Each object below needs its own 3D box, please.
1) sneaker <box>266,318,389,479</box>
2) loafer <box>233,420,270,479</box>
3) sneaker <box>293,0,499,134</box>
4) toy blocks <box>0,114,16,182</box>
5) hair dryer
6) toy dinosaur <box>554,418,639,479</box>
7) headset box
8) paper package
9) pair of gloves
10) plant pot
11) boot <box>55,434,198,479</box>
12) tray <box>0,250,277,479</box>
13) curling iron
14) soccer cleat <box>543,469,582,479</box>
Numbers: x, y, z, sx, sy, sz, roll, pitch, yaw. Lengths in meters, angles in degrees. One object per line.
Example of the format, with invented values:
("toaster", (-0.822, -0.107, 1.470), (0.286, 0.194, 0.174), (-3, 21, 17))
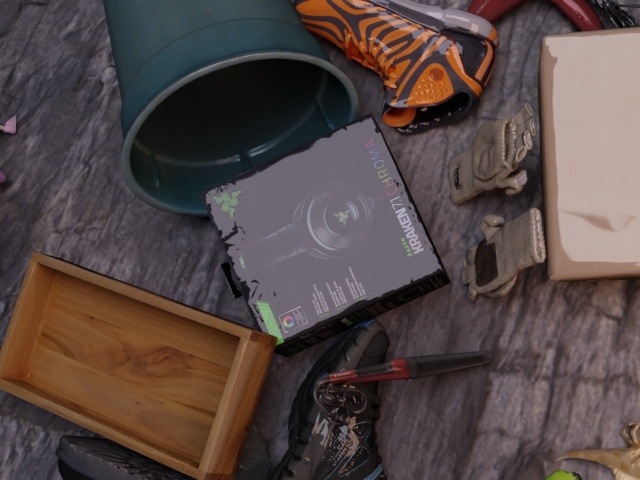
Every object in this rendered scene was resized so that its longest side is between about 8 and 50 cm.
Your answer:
("sneaker", (0.026, 0.269, 1.638), (0.140, 0.125, 0.340), (30, 68, -13))
("loafer", (-0.104, 0.372, 1.647), (0.096, 0.084, 0.267), (2, 66, -30))
("sneaker", (0.089, -0.266, 1.795), (0.321, 0.124, 0.180), (15, 74, 18))
("toy blocks", (-0.599, -0.115, 1.849), (0.260, 0.309, 0.288), (15, 59, -25))
("hair dryer", (0.347, -0.363, 1.779), (0.294, 0.080, 0.223), (-7, 83, 22))
("toy dinosaur", (0.398, 0.276, 1.560), (0.183, 0.053, 0.092), (18, 77, 19))
("headset box", (0.000, 0.000, 1.696), (0.283, 0.131, 0.246), (-24, 77, 6))
("paper package", (0.444, -0.107, 1.584), (0.310, 0.168, 0.324), (-2, 87, 13))
("pair of gloves", (0.243, -0.044, 1.653), (0.042, 0.204, 0.240), (5, 65, -20))
("plant pot", (-0.156, -0.268, 1.766), (0.341, 0.341, 0.334), (-24, 58, 5))
("boot", (-0.278, 0.511, 1.600), (0.367, 0.146, 0.445), (15, 90, 46))
("tray", (-0.265, 0.167, 1.685), (0.411, 0.076, 0.202), (17, 88, 32))
("curling iron", (0.109, 0.183, 1.610), (0.274, 0.035, 0.068), (-13, 88, -28))
("soccer cleat", (0.333, 0.376, 1.542), (0.072, 0.060, 0.179), (-35, 59, 10))
